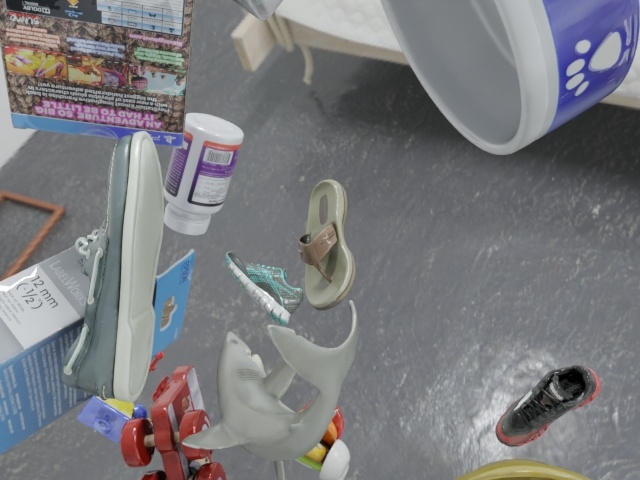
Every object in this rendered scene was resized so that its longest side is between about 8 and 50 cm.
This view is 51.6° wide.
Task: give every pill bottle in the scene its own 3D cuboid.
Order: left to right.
[{"bbox_3d":[-0.209,-0.111,1.140,0.108,0.193,0.108,18,22,-8],"label":"pill bottle"}]

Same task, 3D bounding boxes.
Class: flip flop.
[{"bbox_3d":[0.000,0.000,1.209,0.112,0.080,0.277,-23,53,35],"label":"flip flop"}]

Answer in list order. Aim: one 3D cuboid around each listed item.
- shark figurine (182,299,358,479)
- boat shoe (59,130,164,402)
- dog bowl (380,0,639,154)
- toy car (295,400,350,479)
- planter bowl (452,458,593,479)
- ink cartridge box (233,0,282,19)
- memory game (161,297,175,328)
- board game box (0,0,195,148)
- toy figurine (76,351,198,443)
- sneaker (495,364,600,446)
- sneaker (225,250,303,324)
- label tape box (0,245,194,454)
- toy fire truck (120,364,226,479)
[{"bbox_3d":[-0.056,0.151,0.566,0.116,0.278,0.166,-2,78,-25],"label":"shark figurine"},{"bbox_3d":[-0.249,0.029,0.777,0.099,0.116,0.319,5,94,4],"label":"boat shoe"},{"bbox_3d":[0.143,-0.214,0.574,0.104,0.265,0.265,-30,55,-2],"label":"dog bowl"},{"bbox_3d":[-0.011,0.364,1.227,0.159,0.182,0.136,24,63,14],"label":"toy car"},{"bbox_3d":[0.169,0.253,0.553,0.217,0.217,0.090,-3,20,11],"label":"planter bowl"},{"bbox_3d":[-0.035,-0.260,0.323,0.189,0.066,0.232,38,90,4],"label":"ink cartridge box"},{"bbox_3d":[-0.348,0.151,1.203,0.186,0.186,0.012,-32,61,-9],"label":"memory game"},{"bbox_3d":[-0.283,-0.288,0.869,0.232,0.291,0.141,6,47,-12],"label":"board game box"},{"bbox_3d":[-0.469,0.331,1.468,0.191,0.362,0.217,-49,13,14],"label":"toy figurine"},{"bbox_3d":[0.515,0.372,1.519,0.276,0.135,0.097,-35,58,3],"label":"sneaker"},{"bbox_3d":[-0.096,0.070,1.155,0.076,0.065,0.166,-43,75,-15],"label":"sneaker"},{"bbox_3d":[-0.355,0.133,0.927,0.115,0.249,0.348,44,52,17],"label":"label tape box"},{"bbox_3d":[-0.294,0.456,1.461,0.169,0.302,0.254,-11,12,10],"label":"toy fire truck"}]
